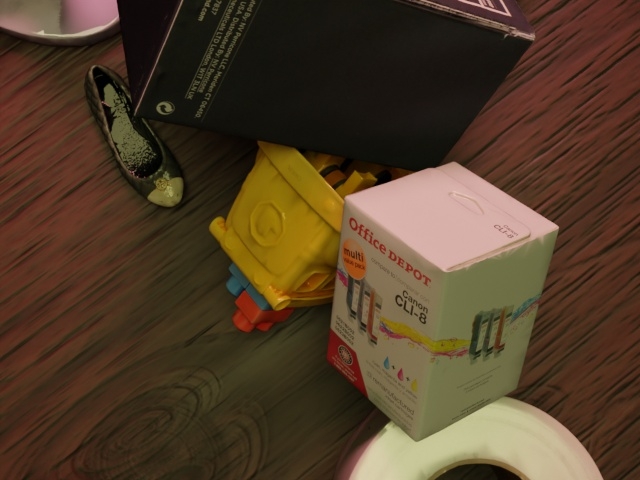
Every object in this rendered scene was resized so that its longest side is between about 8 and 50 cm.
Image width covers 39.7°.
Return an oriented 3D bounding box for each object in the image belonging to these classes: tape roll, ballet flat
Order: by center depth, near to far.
[{"bbox_3d":[0.133,0.264,0.844,0.246,0.169,0.246,0,83,-2],"label":"tape roll"},{"bbox_3d":[-0.202,-0.108,0.941,0.057,0.049,0.173,-33,85,-5],"label":"ballet flat"}]

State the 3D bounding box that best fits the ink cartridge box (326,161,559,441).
[{"bbox_3d":[0.096,0.046,0.745,0.127,0.176,0.128,-18,39,-32],"label":"ink cartridge box"}]

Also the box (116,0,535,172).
[{"bbox_3d":[-0.017,-0.236,0.790,0.293,0.183,0.296,8,46,-28],"label":"box"}]

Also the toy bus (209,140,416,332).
[{"bbox_3d":[0.000,0.000,0.881,0.149,0.220,0.211,47,114,24],"label":"toy bus"}]

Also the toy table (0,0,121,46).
[{"bbox_3d":[-0.326,-0.321,0.910,0.274,0.161,0.252,19,83,0],"label":"toy table"}]
